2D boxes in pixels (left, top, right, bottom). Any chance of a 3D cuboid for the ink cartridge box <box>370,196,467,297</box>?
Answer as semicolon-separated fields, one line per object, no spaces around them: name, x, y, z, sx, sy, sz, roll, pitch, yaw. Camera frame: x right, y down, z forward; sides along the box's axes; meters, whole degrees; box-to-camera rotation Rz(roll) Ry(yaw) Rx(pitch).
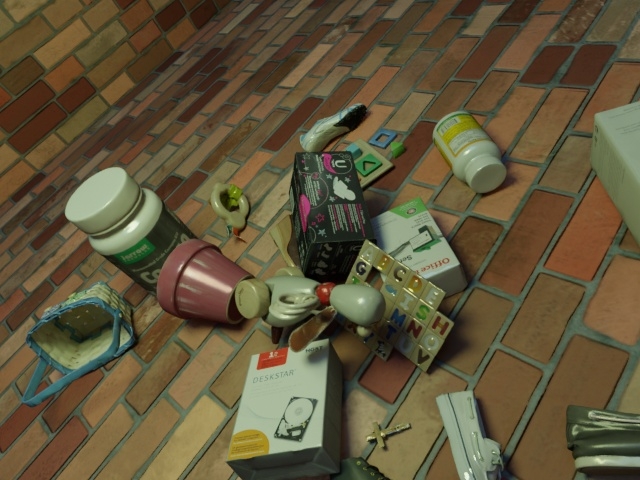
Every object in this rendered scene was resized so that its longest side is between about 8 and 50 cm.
ink cartridge box;0.199;0.031;0.987;0.161;0.092;0.219;-26;45;7

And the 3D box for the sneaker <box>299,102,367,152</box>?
sneaker;0.038;-0.364;1.403;0.237;0.085;0.086;-34;61;-1

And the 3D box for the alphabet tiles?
alphabet tiles;0.140;0.141;0.890;0.237;0.009;0.198;36;115;31

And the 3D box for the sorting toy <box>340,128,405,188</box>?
sorting toy;0.083;-0.214;1.283;0.348;0.047;0.196;-36;46;-4

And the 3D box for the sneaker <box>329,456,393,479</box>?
sneaker;0.111;0.406;0.728;0.222;0.083;0.118;-19;46;14

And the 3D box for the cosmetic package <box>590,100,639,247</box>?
cosmetic package;0.674;-0.095;0.805;0.218;0.156;0.384;-13;50;18

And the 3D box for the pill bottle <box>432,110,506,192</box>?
pill bottle;0.363;-0.214;1.089;0.118;0.117;0.208;-23;46;9

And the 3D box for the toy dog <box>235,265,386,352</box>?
toy dog;-0.029;0.154;0.893;0.220;0.160;0.334;-9;10;-26

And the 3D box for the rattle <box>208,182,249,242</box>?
rattle;-0.291;-0.063;1.340;0.143;0.130;0.199;-23;72;24

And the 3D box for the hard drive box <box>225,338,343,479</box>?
hard drive box;-0.057;0.318;0.847;0.181;0.089;0.232;-16;32;14

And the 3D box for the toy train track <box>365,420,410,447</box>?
toy train track;0.124;0.351;0.817;0.084;0.014;0.048;-20;39;4

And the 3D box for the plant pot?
plant pot;-0.266;0.116;1.104;0.181;0.201;0.201;19;63;20

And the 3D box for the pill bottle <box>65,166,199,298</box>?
pill bottle;-0.462;-0.006;1.174;0.205;0.361;0.204;-14;49;17

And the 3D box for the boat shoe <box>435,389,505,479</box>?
boat shoe;0.252;0.340;0.709;0.076;0.083;0.226;-23;46;11

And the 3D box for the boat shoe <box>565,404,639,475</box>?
boat shoe;0.522;0.266;0.613;0.336;0.112;0.095;-12;53;23

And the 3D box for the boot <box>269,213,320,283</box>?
boot;0.000;0.000;1.121;0.207;0.090;0.248;-29;53;-5

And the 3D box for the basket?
basket;-0.618;0.258;1.146;0.255;0.201;0.289;-31;36;-1

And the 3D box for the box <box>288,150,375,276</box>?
box;0.018;-0.062;1.033;0.142;0.163;0.247;-3;59;-12
